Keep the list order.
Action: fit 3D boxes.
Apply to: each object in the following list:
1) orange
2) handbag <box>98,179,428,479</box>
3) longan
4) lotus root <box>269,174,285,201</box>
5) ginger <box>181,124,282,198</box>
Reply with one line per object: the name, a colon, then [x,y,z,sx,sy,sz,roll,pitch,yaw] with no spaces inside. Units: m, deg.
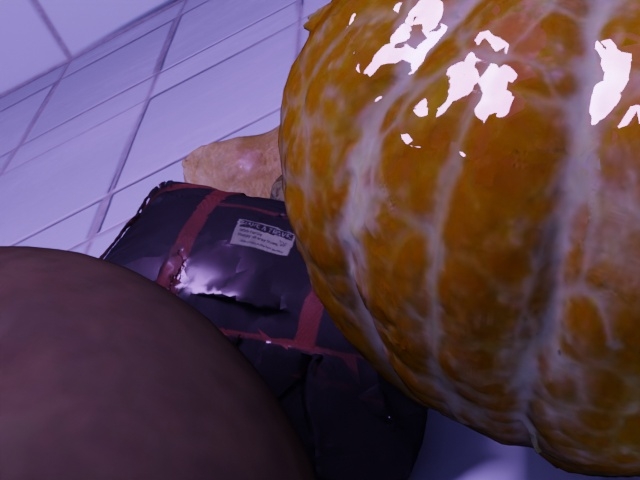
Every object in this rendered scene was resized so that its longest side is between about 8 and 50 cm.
orange: [0.144,-0.034,0.644,0.329,0.249,0.329,3,34,-2]
handbag: [-0.032,0.051,0.799,0.215,0.155,0.169,12,26,7]
longan: [-0.140,0.140,0.595,0.297,0.297,0.297,-26,21,11]
lotus root: [0.000,0.000,1.016,0.080,0.089,0.179,8,28,-14]
ginger: [0.077,-0.093,1.113,0.348,0.122,0.363,-45,36,-3]
